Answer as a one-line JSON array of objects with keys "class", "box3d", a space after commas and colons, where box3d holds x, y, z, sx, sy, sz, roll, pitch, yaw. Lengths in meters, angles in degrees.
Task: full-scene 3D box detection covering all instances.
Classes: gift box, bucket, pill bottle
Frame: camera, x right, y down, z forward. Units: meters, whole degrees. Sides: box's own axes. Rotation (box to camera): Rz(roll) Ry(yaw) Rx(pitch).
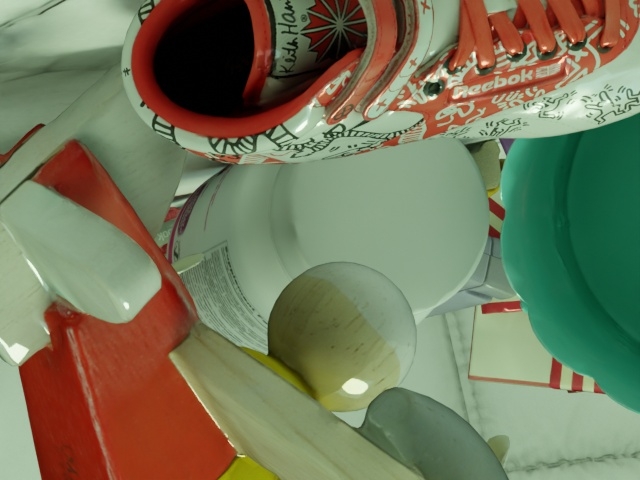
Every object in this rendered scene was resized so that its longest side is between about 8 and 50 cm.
[{"class": "gift box", "box3d": [0.282, 0.034, 1.785, 0.255, 0.276, 0.258, -1, 175, 13]}, {"class": "bucket", "box3d": [0.261, -0.019, 1.037, 0.281, 0.281, 0.183, -14, 179, 16]}, {"class": "pill bottle", "box3d": [0.000, 0.000, 1.148, 0.160, 0.160, 0.283, -11, 176, -20]}]

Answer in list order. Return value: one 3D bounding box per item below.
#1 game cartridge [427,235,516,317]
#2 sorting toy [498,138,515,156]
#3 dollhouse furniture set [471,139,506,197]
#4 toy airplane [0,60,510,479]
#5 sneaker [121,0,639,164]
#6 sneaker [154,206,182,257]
[{"class": "game cartridge", "box3d": [-0.010, 0.019, 1.498, 0.230, 0.068, 0.355, 24, 159, -24]}, {"class": "sorting toy", "box3d": [0.260, 0.014, 1.337, 0.127, 0.126, 0.365, -31, 141, 18]}, {"class": "dollhouse furniture set", "box3d": [0.164, -0.009, 1.563, 0.302, 0.151, 0.197, -12, 176, -6]}, {"class": "toy airplane", "box3d": [-0.064, 0.069, 0.880, 0.272, 0.386, 0.384, -27, 173, -31]}, {"class": "sneaker", "box3d": [0.054, -0.083, 0.661, 0.270, 0.090, 0.145, -10, 179, 8]}, {"class": "sneaker", "box3d": [-0.175, 0.008, 1.294, 0.136, 0.116, 0.314, -24, 180, 15]}]
